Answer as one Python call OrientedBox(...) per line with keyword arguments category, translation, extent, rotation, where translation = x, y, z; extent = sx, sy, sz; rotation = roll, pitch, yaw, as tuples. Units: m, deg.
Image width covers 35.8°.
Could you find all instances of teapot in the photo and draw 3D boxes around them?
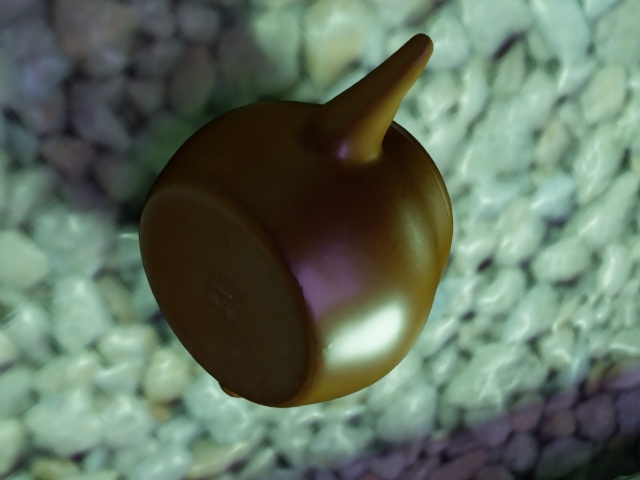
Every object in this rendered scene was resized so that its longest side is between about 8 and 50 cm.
OrientedBox(category="teapot", translation=(0.000, 0.000, 0.370), extent=(0.116, 0.116, 0.173), rotation=(-8, 141, -23))

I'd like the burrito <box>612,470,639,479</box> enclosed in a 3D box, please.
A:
OrientedBox(category="burrito", translation=(0.151, 0.193, 0.521), extent=(0.446, 0.101, 0.139), rotation=(-14, 121, -23))
